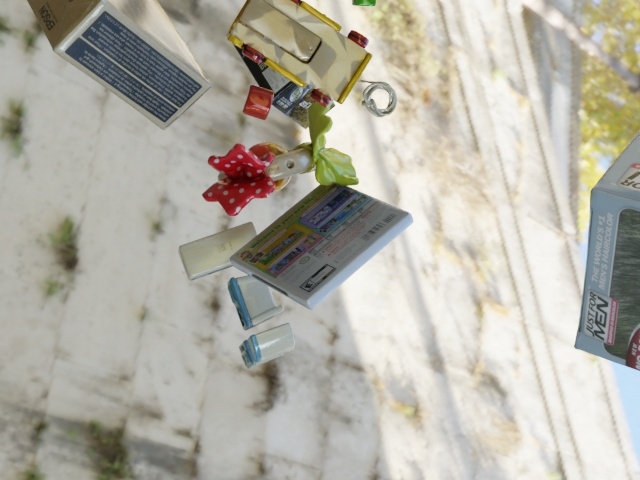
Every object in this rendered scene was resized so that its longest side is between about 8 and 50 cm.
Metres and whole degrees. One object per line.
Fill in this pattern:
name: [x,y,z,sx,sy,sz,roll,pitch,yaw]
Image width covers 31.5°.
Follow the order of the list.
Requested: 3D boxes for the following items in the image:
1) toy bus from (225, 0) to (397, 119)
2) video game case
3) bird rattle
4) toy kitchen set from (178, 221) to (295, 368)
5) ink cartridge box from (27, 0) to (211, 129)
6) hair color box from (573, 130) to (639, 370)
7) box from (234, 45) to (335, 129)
toy bus: [-0.019,-0.243,1.417,0.104,0.190,0.202,-121,-161,-75]
video game case: [0.000,0.000,1.672,0.212,0.023,0.193,-40,-140,-21]
bird rattle: [-0.074,-0.104,1.738,0.253,0.143,0.207,-28,-171,-24]
toy kitchen set: [-0.139,0.100,1.801,0.166,0.122,0.207,132,-61,-75]
ink cartridge box: [-0.257,-0.266,1.365,0.088,0.193,0.235,-43,-133,10]
hair color box: [0.380,-0.050,1.109,0.113,0.185,0.374,19,-138,29]
box: [-0.071,-0.314,2.098,0.077,0.147,0.180,-37,-118,12]
